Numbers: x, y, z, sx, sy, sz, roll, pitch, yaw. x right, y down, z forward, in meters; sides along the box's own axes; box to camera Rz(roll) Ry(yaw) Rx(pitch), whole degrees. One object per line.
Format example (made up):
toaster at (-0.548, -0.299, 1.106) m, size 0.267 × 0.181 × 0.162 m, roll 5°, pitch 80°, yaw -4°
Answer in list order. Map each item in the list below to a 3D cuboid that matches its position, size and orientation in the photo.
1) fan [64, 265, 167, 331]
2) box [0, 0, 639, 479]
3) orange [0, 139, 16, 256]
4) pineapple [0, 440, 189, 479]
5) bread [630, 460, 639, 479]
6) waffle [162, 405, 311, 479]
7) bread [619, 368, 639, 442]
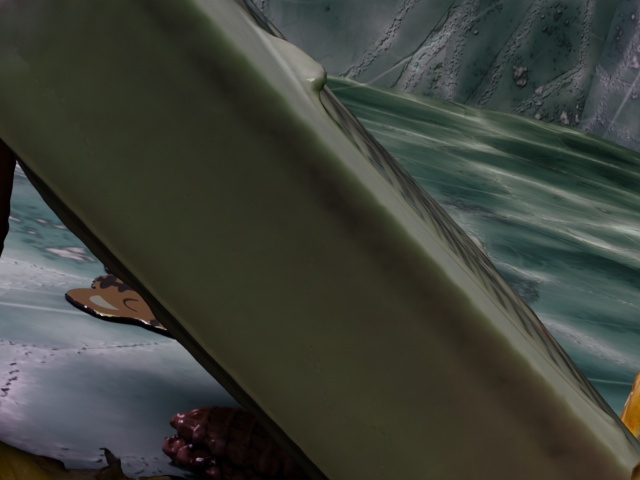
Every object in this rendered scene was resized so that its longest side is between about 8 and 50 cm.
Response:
fan at (-0.048, 0.055, 1.049) m, size 0.226 × 0.008 × 0.152 m, roll 16°, pitch 11°, yaw 2°
box at (-0.001, 0.000, 0.720) m, size 0.396 × 0.111 × 0.396 m, roll 47°, pitch 4°, yaw -13°
orange at (-0.249, -0.038, 0.666) m, size 0.240 × 0.240 × 0.240 m, roll 16°, pitch 11°, yaw -3°
pineapple at (-0.099, 0.123, 0.574) m, size 0.221 × 0.047 × 0.221 m, roll 13°, pitch 9°, yaw -2°
bread at (0.191, 0.101, 0.490) m, size 0.139 × 0.240 × 0.240 m, roll 39°, pitch 21°, yaw 30°
waffle at (-0.035, 0.103, 0.790) m, size 0.075 × 0.029 × 0.083 m, roll 26°, pitch 12°, yaw 38°
bread at (0.226, 0.069, 0.930) m, size 0.068 × 0.188 × 0.125 m, roll 24°, pitch 14°, yaw 11°
